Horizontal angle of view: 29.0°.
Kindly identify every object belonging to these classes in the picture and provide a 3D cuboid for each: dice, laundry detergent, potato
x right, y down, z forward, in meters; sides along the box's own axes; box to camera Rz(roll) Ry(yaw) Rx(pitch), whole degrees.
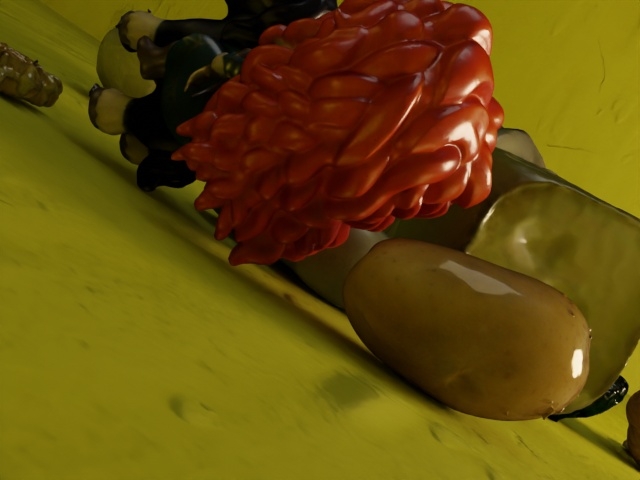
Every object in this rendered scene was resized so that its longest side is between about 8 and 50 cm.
[{"bbox_3d":[0.217,0.036,1.367,0.238,0.233,0.227,25,10,-15],"label":"dice"},{"bbox_3d":[0.000,0.000,1.292,0.253,0.091,0.181,36,0,39],"label":"laundry detergent"},{"bbox_3d":[0.127,0.077,1.064,0.234,0.146,0.150,19,-36,-19],"label":"potato"}]

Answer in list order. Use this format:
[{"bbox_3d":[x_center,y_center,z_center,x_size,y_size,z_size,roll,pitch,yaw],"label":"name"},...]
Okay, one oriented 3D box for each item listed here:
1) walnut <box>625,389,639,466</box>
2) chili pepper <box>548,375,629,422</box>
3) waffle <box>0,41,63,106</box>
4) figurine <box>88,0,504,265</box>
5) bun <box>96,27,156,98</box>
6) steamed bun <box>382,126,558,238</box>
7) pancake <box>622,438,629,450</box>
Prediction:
[{"bbox_3d":[0.484,0.241,1.634,0.159,0.159,0.207,35,26,26],"label":"walnut"},{"bbox_3d":[0.261,0.148,1.562,0.265,0.116,0.148,36,-6,29],"label":"chili pepper"},{"bbox_3d":[-0.350,-0.196,1.209,0.192,0.046,0.160,34,6,12],"label":"waffle"},{"bbox_3d":[-0.031,-0.137,1.159,0.412,0.306,0.241,37,-23,44],"label":"figurine"},{"bbox_3d":[-0.202,-0.207,1.806,0.287,0.146,0.287,21,-4,2],"label":"bun"},{"bbox_3d":[0.202,-0.066,1.850,0.343,0.255,0.368,0,11,-11],"label":"steamed bun"},{"bbox_3d":[0.485,0.319,1.737,0.139,0.022,0.139,32,5,-3],"label":"pancake"}]
